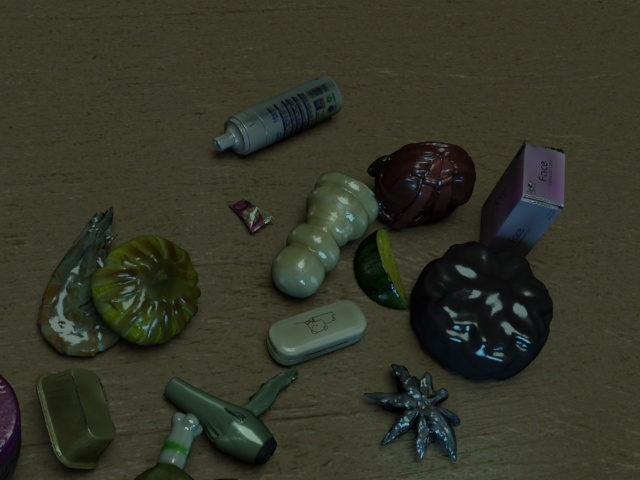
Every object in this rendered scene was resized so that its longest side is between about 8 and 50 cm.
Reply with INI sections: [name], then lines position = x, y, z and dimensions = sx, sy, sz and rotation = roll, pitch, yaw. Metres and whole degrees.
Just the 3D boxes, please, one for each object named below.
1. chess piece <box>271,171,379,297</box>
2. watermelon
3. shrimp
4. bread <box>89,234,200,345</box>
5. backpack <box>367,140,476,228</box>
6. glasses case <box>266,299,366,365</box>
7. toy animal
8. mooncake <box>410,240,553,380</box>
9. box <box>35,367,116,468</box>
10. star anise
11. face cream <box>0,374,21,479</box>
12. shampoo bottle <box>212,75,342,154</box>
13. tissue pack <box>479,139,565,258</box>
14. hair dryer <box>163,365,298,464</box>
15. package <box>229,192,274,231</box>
[chess piece]
position = 0.000, 0.000, 2.007
dimensions = 0.142, 0.143, 0.261
rotation = 30, 59, 4
[watermelon]
position = 0.110, 0.058, 2.055
dimensions = 0.092, 0.075, 0.182
rotation = 29, 39, -55
[shrimp]
position = -0.409, 0.074, 1.883
dimensions = 0.164, 0.062, 0.317
rotation = 23, 56, -15
[bread]
position = -0.307, 0.087, 1.850
dimensions = 0.213, 0.104, 0.213
rotation = 20, 56, -33
[backpack]
position = 0.215, -0.120, 2.087
dimensions = 0.229, 0.229, 0.139
rotation = 4, 61, -14
[glasses case]
position = -0.007, 0.173, 1.933
dimensions = 0.196, 0.050, 0.083
rotation = -18, 55, -26
[toy animal]
position = -0.271, 0.452, 1.627
dimensions = 0.181, 0.180, 0.363
rotation = 39, 34, 2
[mooncake]
position = 0.320, 0.130, 2.007
dimensions = 0.283, 0.141, 0.283
rotation = 8, 54, -11
[box]
position = -0.413, 0.295, 1.714
dimensions = 0.111, 0.111, 0.177
rotation = -11, 62, -22
[star anise]
position = 0.178, 0.315, 1.892
dimensions = 0.180, 0.061, 0.205
rotation = -5, 61, -19
[face cream]
position = -0.560, 0.309, 1.603
dimensions = 0.175, 0.195, 0.175
rotation = 8, 55, -11
[shampoo bottle]
position = -0.096, -0.256, 2.162
dimensions = 0.303, 0.092, 0.092
rotation = -28, 70, -28
[tissue pack]
position = 0.409, -0.067, 2.090
dimensions = 0.092, 0.246, 0.149
rotation = 14, 55, -7
[hair dryer]
position = -0.164, 0.278, 1.821
dimensions = 0.219, 0.088, 0.225
rotation = 18, 42, 0
[package]
position = -0.139, -0.058, 2.060
dimensions = 0.059, 0.029, 0.083
rotation = -33, 61, -23
